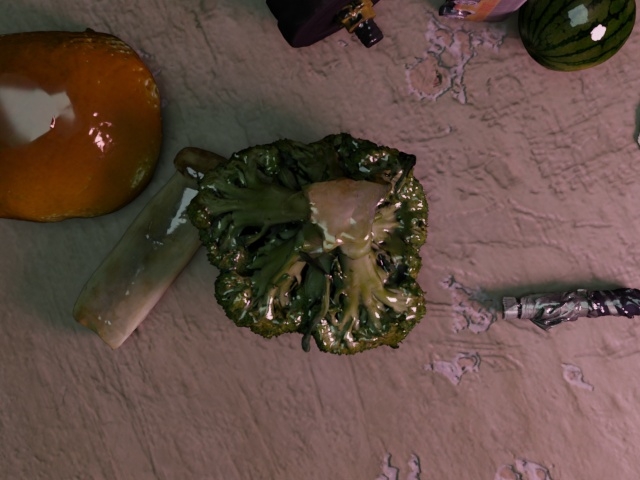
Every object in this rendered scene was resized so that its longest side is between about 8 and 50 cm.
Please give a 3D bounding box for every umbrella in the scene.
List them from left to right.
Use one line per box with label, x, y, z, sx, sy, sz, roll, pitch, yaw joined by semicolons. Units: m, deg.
umbrella;0.340;0.090;1.343;0.188;0.046;0.050;-3;54;6

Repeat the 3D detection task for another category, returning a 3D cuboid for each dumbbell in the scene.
dumbbell;-0.041;-0.413;1.292;0.185;0.185;0.388;-35;88;7

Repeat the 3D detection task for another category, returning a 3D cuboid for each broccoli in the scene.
broccoli;0.000;0.000;1.262;0.321;0.283;0.303;-10;81;-11

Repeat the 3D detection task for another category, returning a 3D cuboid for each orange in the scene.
orange;-0.383;-0.151;1.358;0.335;0.196;0.262;1;107;-1

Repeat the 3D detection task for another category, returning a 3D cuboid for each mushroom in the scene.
mushroom;-0.227;0.007;1.387;0.100;0.081;0.312;38;100;7

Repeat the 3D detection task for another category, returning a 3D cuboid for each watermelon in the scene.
watermelon;0.344;-0.297;1.283;0.187;0.141;0.140;-34;89;-12

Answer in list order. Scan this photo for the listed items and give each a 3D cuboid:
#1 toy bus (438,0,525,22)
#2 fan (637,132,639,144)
toy bus;0.207;-0.324;1.227;0.106;0.268;0.092;5;94;1
fan;0.505;-0.221;1.327;0.182;0.010;0.310;-9;95;6
